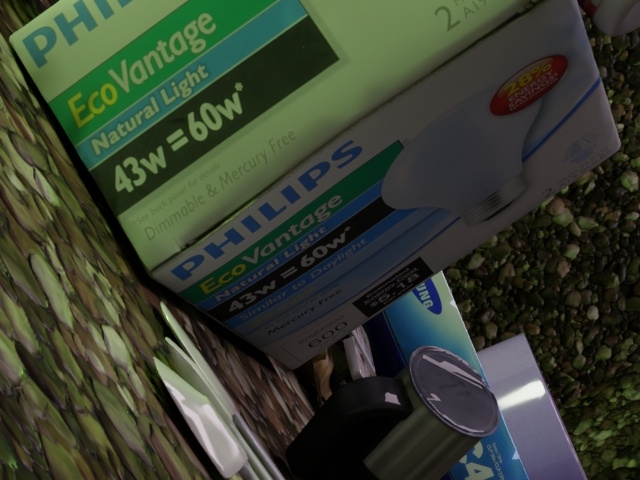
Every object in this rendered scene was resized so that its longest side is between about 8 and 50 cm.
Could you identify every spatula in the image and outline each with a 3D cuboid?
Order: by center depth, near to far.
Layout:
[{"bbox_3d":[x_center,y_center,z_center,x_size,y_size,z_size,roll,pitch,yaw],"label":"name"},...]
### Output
[{"bbox_3d":[-0.037,0.157,1.129,0.242,0.019,0.168,57,-1,-13],"label":"spatula"}]

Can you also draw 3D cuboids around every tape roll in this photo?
[{"bbox_3d":[0.248,0.248,2.016,0.275,0.090,0.274,-24,90,-84],"label":"tape roll"}]

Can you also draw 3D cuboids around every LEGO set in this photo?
[{"bbox_3d":[0.055,0.189,1.660,0.182,0.060,0.244,-102,168,-47],"label":"LEGO set"}]

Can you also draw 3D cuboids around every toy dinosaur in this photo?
[{"bbox_3d":[-0.005,0.114,1.640,0.183,0.053,0.092,74,5,-60],"label":"toy dinosaur"}]

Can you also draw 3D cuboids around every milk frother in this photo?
[{"bbox_3d":[0.061,0.174,1.271,0.129,0.135,0.143,-3,52,-49],"label":"milk frother"}]

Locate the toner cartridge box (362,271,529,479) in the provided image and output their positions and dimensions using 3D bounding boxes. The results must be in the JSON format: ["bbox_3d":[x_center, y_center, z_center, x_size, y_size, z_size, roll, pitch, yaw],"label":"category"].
[{"bbox_3d":[0.123,0.168,1.770,0.165,0.075,0.347,115,-46,-74],"label":"toner cartridge box"}]

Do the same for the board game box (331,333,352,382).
[{"bbox_3d":[-0.051,-0.010,1.931,0.208,0.056,0.347,50,8,-29],"label":"board game box"}]

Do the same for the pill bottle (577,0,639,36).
[{"bbox_3d":[0.192,-0.308,1.315,0.283,0.161,0.161,53,4,10],"label":"pill bottle"}]

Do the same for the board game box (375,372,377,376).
[{"bbox_3d":[0.115,0.153,2.019,0.233,0.078,0.347,29,38,-81],"label":"board game box"}]

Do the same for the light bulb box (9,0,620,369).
[{"bbox_3d":[0.016,-0.113,1.365,0.225,0.358,0.361,57,5,20],"label":"light bulb box"}]
